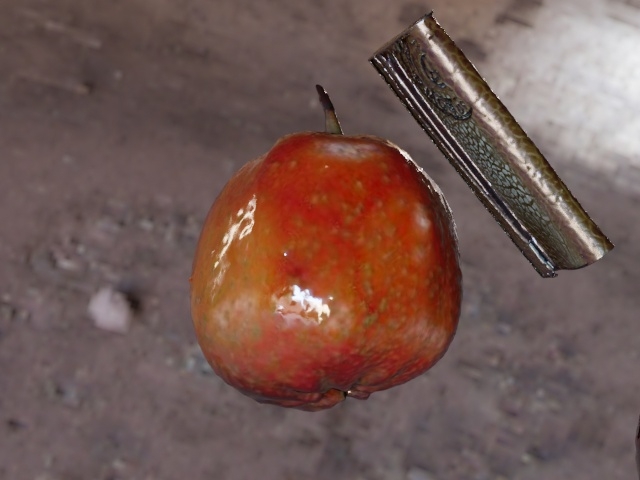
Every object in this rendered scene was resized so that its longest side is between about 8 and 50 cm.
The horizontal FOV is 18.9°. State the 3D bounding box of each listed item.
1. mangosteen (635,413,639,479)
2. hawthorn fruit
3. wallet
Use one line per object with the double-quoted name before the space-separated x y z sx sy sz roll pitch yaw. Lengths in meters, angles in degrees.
"mangosteen" 0.257 0.115 1.054 0.172 0.172 0.184 23 11 11
"hawthorn fruit" 0.000 0.000 1.761 0.254 0.254 0.300 3 69 -31
"wallet" 0.135 -0.072 1.584 0.243 0.039 0.133 52 -16 -4
